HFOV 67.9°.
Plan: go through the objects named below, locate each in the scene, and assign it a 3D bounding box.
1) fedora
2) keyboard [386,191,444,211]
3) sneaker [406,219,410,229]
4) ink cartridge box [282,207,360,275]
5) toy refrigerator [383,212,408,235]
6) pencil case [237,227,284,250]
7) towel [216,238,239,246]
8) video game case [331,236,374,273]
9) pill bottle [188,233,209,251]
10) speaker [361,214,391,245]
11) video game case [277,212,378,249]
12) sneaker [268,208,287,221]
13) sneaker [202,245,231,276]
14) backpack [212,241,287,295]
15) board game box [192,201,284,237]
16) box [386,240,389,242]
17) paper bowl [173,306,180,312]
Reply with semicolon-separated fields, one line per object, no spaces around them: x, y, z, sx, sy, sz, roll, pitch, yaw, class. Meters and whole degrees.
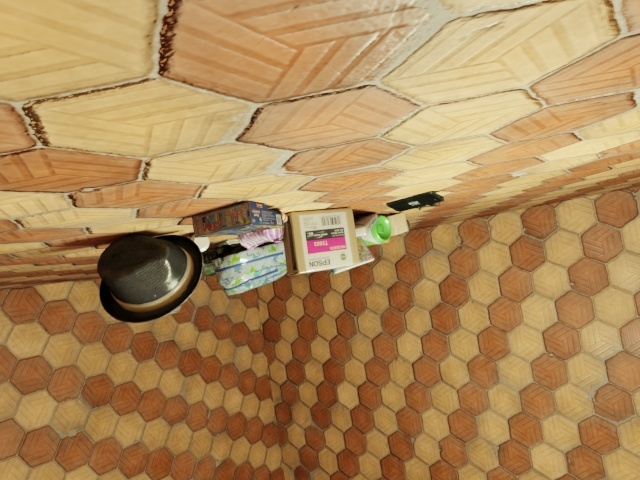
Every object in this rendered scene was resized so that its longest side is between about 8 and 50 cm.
-0.524;0.079;1.396;0.334;0.334;0.152;-10;146;9;fedora
0.320;-0.136;1.591;0.100;0.038;0.192;24;157;-38;keyboard
0.297;-0.055;2.311;0.145;0.090;0.270;-2;173;-29;sneaker
0.000;0.000;1.530;0.234;0.193;0.088;-8;177;-30;ink cartridge box
0.245;-0.056;2.113;0.269;0.094;0.102;-12;-177;45;toy refrigerator
-0.195;-0.022;1.533;0.086;0.088;0.206;-3;173;-32;pencil case
-0.385;0.011;2.099;0.113;0.023;0.152;-6;176;-31;towel
0.091;0.043;1.658;0.166;0.119;0.015;-17;152;-26;video game case
-0.418;0.009;1.626;0.067;0.067;0.120;-7;176;-26;pill bottle
0.156;-0.028;2.043;0.131;0.131;0.296;-6;175;-45;speaker
0.036;-0.038;1.792;0.329;0.036;0.300;-10;-170;17;video game case
-0.170;-0.051;1.372;0.161;0.057;0.075;-13;170;20;sneaker
-0.544;0.105;2.360;0.146;0.134;0.343;13;156;-35;sneaker
-0.319;0.110;2.162;0.290;0.273;0.355;-8;170;32;backpack
-0.224;-0.050;1.244;0.194;0.060;0.194;-9;177;19;board game box
0.250;0.007;2.249;0.136;0.028;0.081;-4;176;-34;box
-0.715;0.204;2.239;0.148;0.284;0.284;-11;177;-1;paper bowl
